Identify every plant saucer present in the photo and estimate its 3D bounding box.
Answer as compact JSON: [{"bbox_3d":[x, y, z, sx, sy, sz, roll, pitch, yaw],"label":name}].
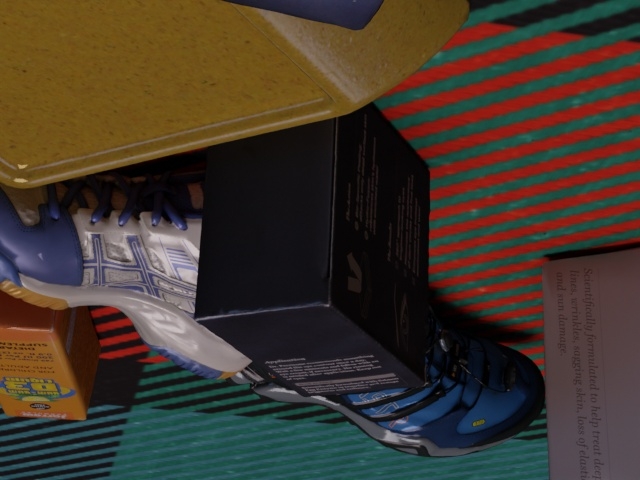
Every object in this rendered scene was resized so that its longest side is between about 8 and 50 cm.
[{"bbox_3d":[-0.134,-0.126,0.827,0.332,0.081,0.333,-10,154,27],"label":"plant saucer"}]

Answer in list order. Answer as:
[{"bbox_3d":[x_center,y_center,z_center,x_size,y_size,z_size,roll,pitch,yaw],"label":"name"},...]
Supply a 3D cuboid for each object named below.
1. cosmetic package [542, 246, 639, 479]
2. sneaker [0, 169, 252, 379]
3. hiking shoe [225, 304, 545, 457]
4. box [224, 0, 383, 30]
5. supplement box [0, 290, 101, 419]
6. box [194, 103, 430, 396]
[{"bbox_3d":[0.306,0.168,1.305,0.156,0.217,0.385,-9,152,23],"label":"cosmetic package"},{"bbox_3d":[-0.128,-0.014,1.086,0.296,0.112,0.131,26,123,-38],"label":"sneaker"},{"bbox_3d":[0.067,0.100,1.284,0.304,0.113,0.132,14,154,-26],"label":"hiking shoe"},{"bbox_3d":[-0.068,-0.229,0.464,0.296,0.183,0.294,9,154,-18],"label":"box"},{"bbox_3d":[-0.231,0.077,1.296,0.078,0.080,0.233,3,158,1],"label":"supplement box"},{"bbox_3d":[0.000,0.000,1.009,0.093,0.156,0.158,-8,154,23],"label":"box"}]
